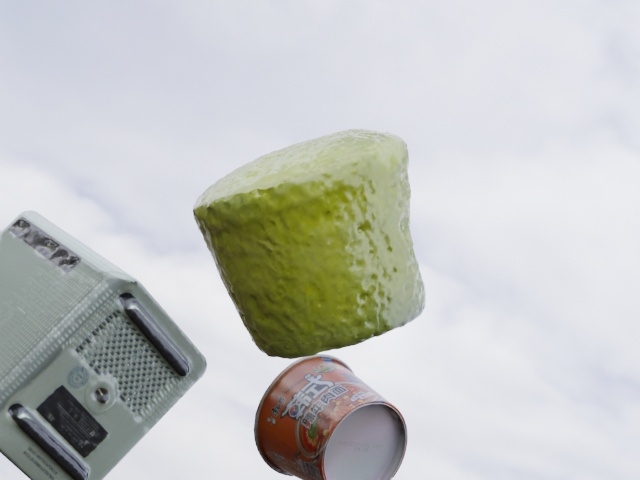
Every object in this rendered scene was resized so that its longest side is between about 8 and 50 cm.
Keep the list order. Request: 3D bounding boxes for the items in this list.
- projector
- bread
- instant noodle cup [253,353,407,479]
[{"bbox_3d":[-0.245,0.095,1.034,0.242,0.177,0.163,28,-23,48],"label":"projector"},{"bbox_3d":[0.000,0.000,1.788,0.348,0.348,0.308,-3,-70,52],"label":"bread"},{"bbox_3d":[0.028,0.360,2.174,0.250,0.250,0.192,47,-14,-35],"label":"instant noodle cup"}]
